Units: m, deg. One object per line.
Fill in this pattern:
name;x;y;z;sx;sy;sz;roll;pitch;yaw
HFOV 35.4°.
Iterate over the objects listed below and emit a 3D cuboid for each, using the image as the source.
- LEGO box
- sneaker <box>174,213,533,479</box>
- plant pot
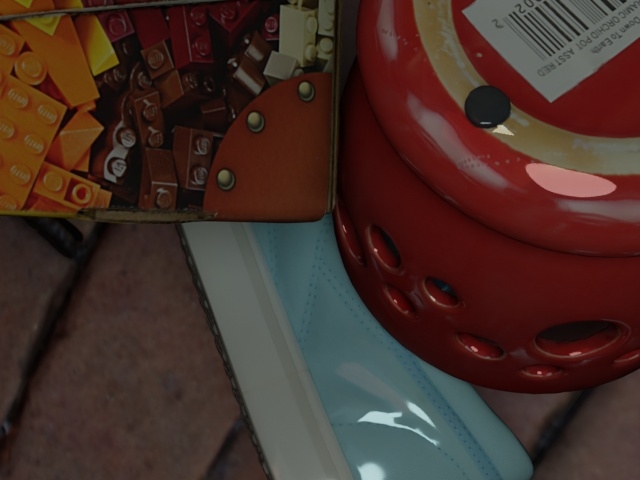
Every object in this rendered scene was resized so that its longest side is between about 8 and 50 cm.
LEGO box;-0.285;-0.111;0.470;0.500;0.372;0.193;3;92;51
sneaker;0.000;0.000;0.564;0.150;0.135;0.366;-19;69;-9
plant pot;0.100;-0.046;0.418;0.191;0.174;0.191;0;69;0
